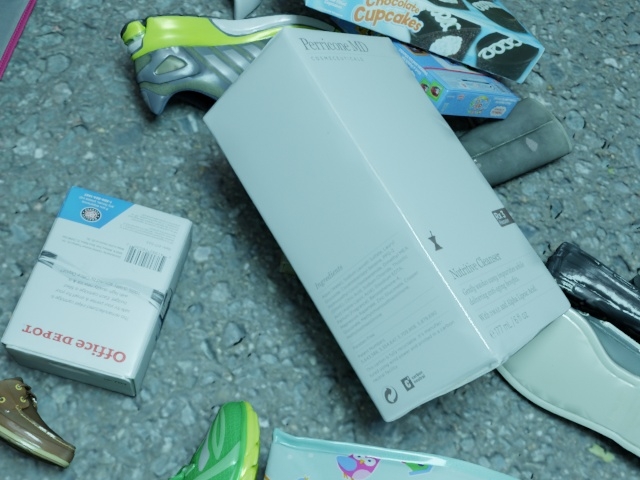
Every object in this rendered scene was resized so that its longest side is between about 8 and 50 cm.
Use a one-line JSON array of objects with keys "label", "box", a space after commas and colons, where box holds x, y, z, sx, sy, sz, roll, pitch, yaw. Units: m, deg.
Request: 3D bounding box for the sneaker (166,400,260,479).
[{"label": "sneaker", "box": [-0.149, 0.275, 0.754, 0.123, 0.109, 0.295, 29, 64, -1]}]

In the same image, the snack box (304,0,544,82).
[{"label": "snack box", "box": [0.112, -0.311, 1.011, 0.322, 0.060, 0.187, 12, 35, -26]}]

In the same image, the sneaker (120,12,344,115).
[{"label": "sneaker", "box": [-0.097, -0.216, 1.009, 0.300, 0.111, 0.121, -6, 92, -18]}]

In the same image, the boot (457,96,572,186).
[{"label": "boot", "box": [0.236, -0.085, 1.022, 0.208, 0.076, 0.189, -17, 69, -24]}]

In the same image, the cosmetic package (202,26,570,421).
[{"label": "cosmetic package", "box": [0.072, -0.031, 0.854, 0.217, 0.156, 0.385, -18, 73, -54]}]

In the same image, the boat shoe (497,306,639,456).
[{"label": "boat shoe", "box": [0.318, 0.150, 0.926, 0.319, 0.116, 0.099, 34, 21, 13]}]

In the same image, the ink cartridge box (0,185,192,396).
[{"label": "ink cartridge box", "box": [-0.234, 0.054, 0.856, 0.140, 0.082, 0.190, 17, 65, -2]}]

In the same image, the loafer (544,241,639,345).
[{"label": "loafer", "box": [0.378, 0.077, 0.963, 0.223, 0.076, 0.078, 30, 71, 8]}]

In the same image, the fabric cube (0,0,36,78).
[{"label": "fabric cube", "box": [-0.494, -0.314, 0.882, 0.258, 0.259, 0.254, 15, 65, -3]}]

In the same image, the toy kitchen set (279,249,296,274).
[{"label": "toy kitchen set", "box": [0.000, 0.000, 0.933, 0.083, 0.068, 0.075, 9, 64, -7]}]

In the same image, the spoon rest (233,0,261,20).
[{"label": "spoon rest", "box": [-0.198, -0.414, 1.081, 0.276, 0.084, 0.137, 37, 64, 6]}]

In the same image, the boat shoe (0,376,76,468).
[{"label": "boat shoe", "box": [-0.318, 0.165, 0.799, 0.178, 0.064, 0.060, 31, 66, 7]}]

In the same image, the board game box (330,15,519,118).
[{"label": "board game box", "box": [0.134, -0.235, 1.018, 0.160, 0.039, 0.211, -6, 47, -45]}]

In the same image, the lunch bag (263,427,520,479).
[{"label": "lunch bag", "box": [0.061, 0.314, 0.750, 0.262, 0.160, 0.223, 10, 63, 0]}]
